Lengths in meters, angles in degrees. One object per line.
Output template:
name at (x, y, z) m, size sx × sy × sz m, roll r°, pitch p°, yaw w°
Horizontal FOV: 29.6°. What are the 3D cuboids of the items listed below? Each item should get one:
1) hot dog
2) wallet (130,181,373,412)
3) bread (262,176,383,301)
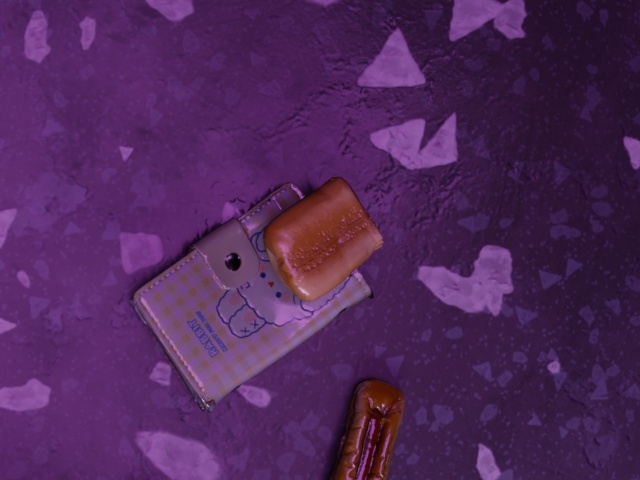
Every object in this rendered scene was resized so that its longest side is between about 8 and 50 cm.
hot dog at (0.065, 0.331, 1.827) m, size 0.084 × 0.073 × 0.242 m, roll 18°, pitch 86°, yaw -7°
wallet at (-0.102, 0.080, 1.784) m, size 0.309 × 0.077 × 0.223 m, roll -35°, pitch 95°, yaw -17°
bread at (-0.001, 0.000, 1.749) m, size 0.173 × 0.085 × 0.134 m, roll -34°, pitch 98°, yaw -21°
